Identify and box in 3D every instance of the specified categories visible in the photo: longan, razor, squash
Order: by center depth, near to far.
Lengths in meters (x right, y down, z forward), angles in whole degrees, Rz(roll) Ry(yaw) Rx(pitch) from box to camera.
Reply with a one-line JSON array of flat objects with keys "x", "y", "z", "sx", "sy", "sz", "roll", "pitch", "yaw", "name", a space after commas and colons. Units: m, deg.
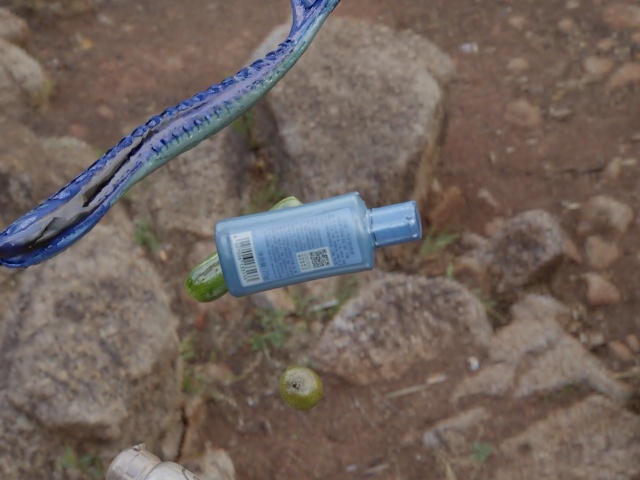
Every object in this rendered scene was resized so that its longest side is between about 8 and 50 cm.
[{"x": -0.066, "y": -0.085, "z": 0.723, "sx": 0.093, "sy": 0.056, "sz": 0.324, "roll": -7, "pitch": 37, "yaw": 50, "name": "razor"}, {"x": -0.114, "y": 0.017, "z": 1.936, "sx": 0.229, "sy": 0.066, "sz": 0.066, "roll": -39, "pitch": 32, "yaw": 2, "name": "squash"}, {"x": -0.033, "y": 0.235, "z": 2.007, "sx": 0.075, "sy": 0.083, "sz": 0.075, "roll": -6, "pitch": 68, "yaw": 14, "name": "longan"}]

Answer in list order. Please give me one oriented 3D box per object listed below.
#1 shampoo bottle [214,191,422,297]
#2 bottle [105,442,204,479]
[{"x": 0.000, "y": 0.000, "z": 1.585, "sx": 0.258, "sy": 0.104, "sz": 0.061, "roll": -11, "pitch": 8, "yaw": 11, "name": "shampoo bottle"}, {"x": -0.211, "y": 0.377, "z": 1.780, "sx": 0.209, "sy": 0.110, "sz": 0.097, "roll": 28, "pitch": 8, "yaw": 17, "name": "bottle"}]
